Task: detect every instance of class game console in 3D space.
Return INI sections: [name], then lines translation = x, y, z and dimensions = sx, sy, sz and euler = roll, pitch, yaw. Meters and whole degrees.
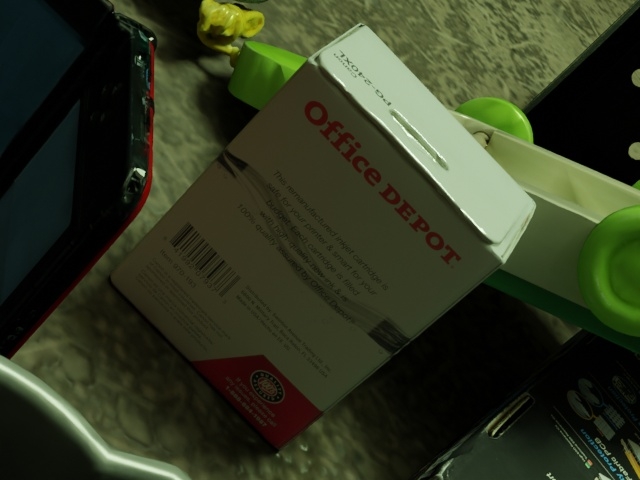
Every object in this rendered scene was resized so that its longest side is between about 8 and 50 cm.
[game console]
translation = -0.128, -0.029, 0.465
dimensions = 0.085, 0.144, 0.124
euler = 26, 38, -28

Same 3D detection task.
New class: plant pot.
[plant pot]
translation = 0.247, -0.074, 0.935
dimensions = 0.188, 0.187, 0.167
euler = 45, 19, -2

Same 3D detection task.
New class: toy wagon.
[toy wagon]
translation = 0.083, -0.035, 0.716
dimensions = 0.344, 0.068, 0.267
euler = 24, 12, 13

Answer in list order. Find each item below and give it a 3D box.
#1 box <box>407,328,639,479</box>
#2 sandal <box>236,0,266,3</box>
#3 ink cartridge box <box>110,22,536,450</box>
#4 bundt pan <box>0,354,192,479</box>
[box]
translation = 0.184, 0.189, 0.653
dimensions = 0.295, 0.073, 0.293
euler = 51, 33, 8
[sandal]
translation = -0.114, -0.231, 0.767
dimensions = 0.254, 0.054, 0.097
euler = 37, 30, 5
[ink cartridge box]
translation = 0.000, 0.000, 0.575
dimensions = 0.109, 0.150, 0.063
euler = 46, 33, 0
[bundt pan]
translation = -0.121, 0.174, 0.267
dimensions = 0.330, 0.124, 0.331
euler = 30, 35, -23
